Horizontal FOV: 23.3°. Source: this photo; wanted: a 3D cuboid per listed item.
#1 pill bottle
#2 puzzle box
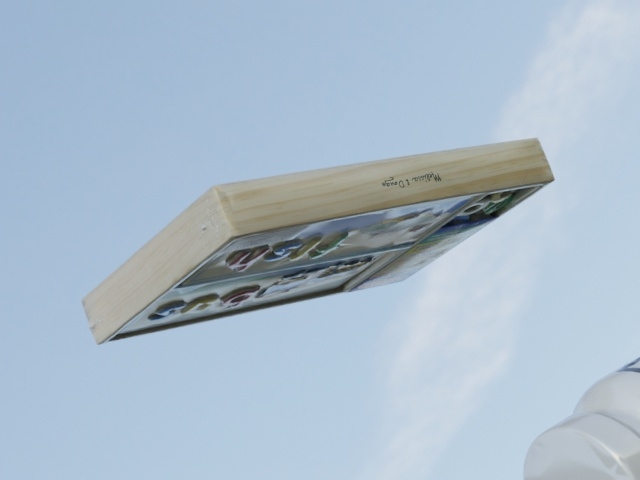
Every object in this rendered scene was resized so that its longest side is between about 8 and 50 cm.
[{"bbox_3d":[0.309,0.165,1.297,0.278,0.162,0.162,-23,-37,-36],"label":"pill bottle"},{"bbox_3d":[0.000,0.000,1.520,0.409,0.052,0.272,-11,-17,-38],"label":"puzzle box"}]
